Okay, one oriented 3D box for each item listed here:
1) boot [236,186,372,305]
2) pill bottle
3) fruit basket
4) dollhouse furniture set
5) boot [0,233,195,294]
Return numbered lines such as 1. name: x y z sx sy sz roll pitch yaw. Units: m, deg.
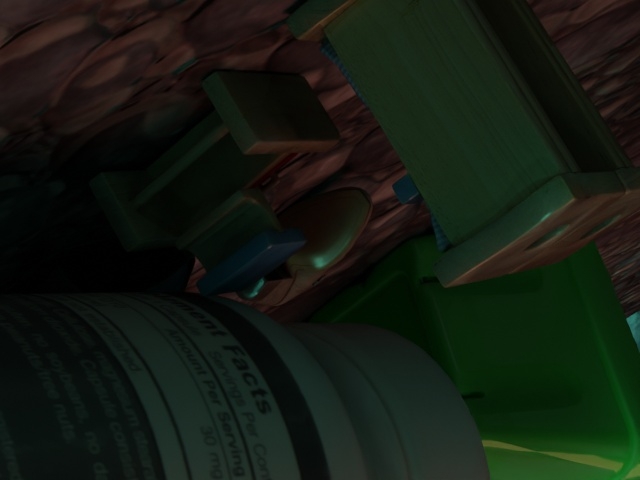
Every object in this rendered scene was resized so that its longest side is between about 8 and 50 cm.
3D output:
1. boot: 0.000 0.000 0.960 0.118 0.042 0.087 -34 173 27
2. pill bottle: -0.110 0.122 0.646 0.361 0.204 0.204 2 149 -43
3. fruit basket: 0.135 0.135 1.345 0.392 0.283 0.392 -13 155 -7
4. dollhouse furniture set: 0.027 -0.025 0.694 0.183 0.129 0.129 -37 166 26
5. boot: -0.159 0.049 0.771 0.219 0.082 0.106 -9 133 -38
